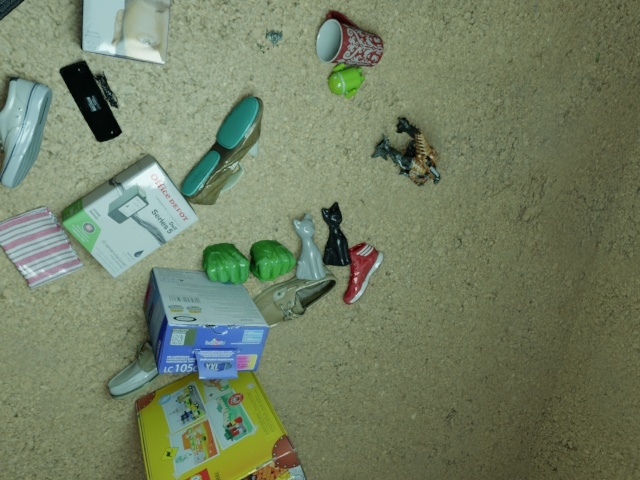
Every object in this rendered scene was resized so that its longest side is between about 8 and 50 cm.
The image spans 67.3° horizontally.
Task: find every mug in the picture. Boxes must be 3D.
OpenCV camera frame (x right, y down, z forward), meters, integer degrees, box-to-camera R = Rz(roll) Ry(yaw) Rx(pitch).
[{"bbox_3d":[0.089,-0.569,1.361,0.169,0.113,0.150,-5,103,-38],"label":"mug"}]

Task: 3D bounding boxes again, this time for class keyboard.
[{"bbox_3d":[-0.550,-0.346,1.192,0.100,0.038,0.192,-15,120,5],"label":"keyboard"}]

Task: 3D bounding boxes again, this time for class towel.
[{"bbox_3d":[-0.729,0.022,1.245,0.144,0.029,0.196,-25,119,-15],"label":"towel"}]

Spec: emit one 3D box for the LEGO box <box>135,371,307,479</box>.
[{"bbox_3d":[-0.305,0.597,1.409,0.373,0.500,0.193,-24,118,-16],"label":"LEGO box"}]

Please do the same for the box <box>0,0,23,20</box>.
[{"bbox_3d":[-0.673,-0.624,0.750,0.297,0.472,0.480,-45,122,-4],"label":"box"}]

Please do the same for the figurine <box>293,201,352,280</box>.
[{"bbox_3d":[0.000,0.000,1.544,0.215,0.092,0.209,-23,113,-42],"label":"figurine"}]

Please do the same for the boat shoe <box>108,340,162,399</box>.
[{"bbox_3d":[-0.506,0.350,1.448,0.302,0.113,0.103,-34,120,-23],"label":"boat shoe"}]

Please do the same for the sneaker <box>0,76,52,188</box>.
[{"bbox_3d":[-0.709,-0.252,1.121,0.091,0.094,0.258,20,96,-13],"label":"sneaker"}]

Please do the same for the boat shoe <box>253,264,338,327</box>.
[{"bbox_3d":[-0.100,0.199,1.582,0.341,0.110,0.121,-35,121,-10],"label":"boat shoe"}]

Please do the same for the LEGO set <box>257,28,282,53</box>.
[{"bbox_3d":[-0.133,-0.547,1.316,0.054,0.023,0.083,30,95,-32],"label":"LEGO set"}]

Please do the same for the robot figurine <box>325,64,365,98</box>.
[{"bbox_3d":[0.074,-0.472,1.423,0.115,0.067,0.101,-23,91,-17],"label":"robot figurine"}]

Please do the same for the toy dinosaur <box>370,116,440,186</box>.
[{"bbox_3d":[0.304,-0.277,1.520,0.164,0.218,0.322,-40,166,-24],"label":"toy dinosaur"}]

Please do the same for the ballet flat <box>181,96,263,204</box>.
[{"bbox_3d":[-0.247,-0.236,1.345,0.342,0.116,0.124,-55,143,3],"label":"ballet flat"}]

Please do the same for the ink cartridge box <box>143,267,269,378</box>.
[{"bbox_3d":[-0.318,0.225,1.314,0.270,0.395,0.151,7,106,-28],"label":"ink cartridge box"}]

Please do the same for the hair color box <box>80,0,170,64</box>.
[{"bbox_3d":[-0.440,-0.593,1.097,0.185,0.110,0.338,1,111,-28],"label":"hair color box"}]

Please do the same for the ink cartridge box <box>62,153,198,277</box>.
[{"bbox_3d":[-0.497,-0.068,1.273,0.273,0.115,0.198,-37,121,-9],"label":"ink cartridge box"}]

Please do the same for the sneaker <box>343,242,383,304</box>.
[{"bbox_3d":[0.114,0.105,1.681,0.128,0.087,0.221,35,80,-24],"label":"sneaker"}]

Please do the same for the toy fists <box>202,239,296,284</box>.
[{"bbox_3d":[-0.214,0.070,1.454,0.279,0.142,0.096,-3,111,-25],"label":"toy fists"}]
